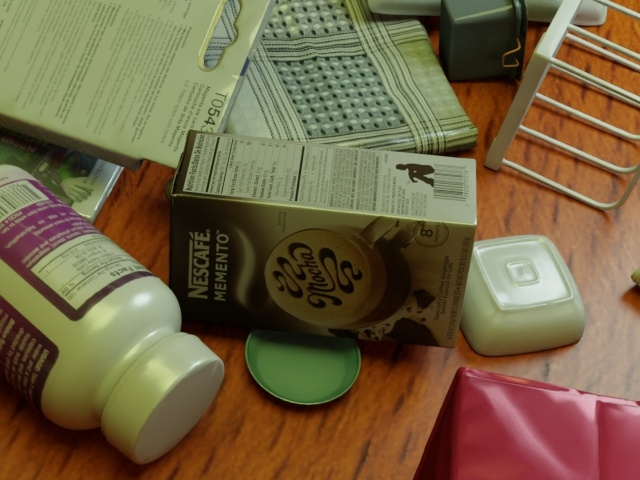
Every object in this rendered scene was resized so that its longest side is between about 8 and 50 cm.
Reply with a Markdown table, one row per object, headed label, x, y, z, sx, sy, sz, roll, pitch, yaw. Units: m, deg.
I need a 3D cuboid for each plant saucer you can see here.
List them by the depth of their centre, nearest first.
| label | x | y | z | sx | sy | sz | roll | pitch | yaw |
| --- | --- | --- | --- | --- | --- | --- | --- | --- | --- |
| plant saucer | -0.019 | 0.123 | 1.495 | 0.119 | 0.021 | 0.119 | 5 | 50 | -6 |

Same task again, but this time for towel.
| label | x | y | z | sx | sy | sz | roll | pitch | yaw |
| --- | --- | --- | --- | --- | --- | --- | --- | --- | --- |
| towel | 0.002 | -0.218 | 1.757 | 0.312 | 0.056 | 0.324 | -8 | 52 | -17 |

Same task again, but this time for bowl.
| label | x | y | z | sx | sy | sz | roll | pitch | yaw |
| --- | --- | --- | --- | --- | --- | --- | --- | --- | --- |
| bowl | 0.212 | 0.049 | 1.581 | 0.142 | 0.053 | 0.142 | -7 | 51 | -17 |

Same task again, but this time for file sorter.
| label | x | y | z | sx | sy | sz | roll | pitch | yaw |
| --- | --- | --- | --- | --- | --- | --- | --- | --- | --- |
| file sorter | 0.341 | -0.201 | 1.723 | 0.173 | 0.193 | 0.278 | 26 | 51 | 7 |

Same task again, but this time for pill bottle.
| label | x | y | z | sx | sy | sz | roll | pitch | yaw |
| --- | --- | --- | --- | --- | --- | --- | --- | --- | --- |
| pill bottle | -0.242 | 0.074 | 1.398 | 0.301 | 0.169 | 0.169 | 38 | 54 | 19 |

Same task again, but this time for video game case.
| label | x | y | z | sx | sy | sz | roll | pitch | yaw |
| --- | --- | --- | --- | --- | --- | --- | --- | --- | --- |
| video game case | -0.311 | -0.109 | 1.628 | 0.190 | 0.022 | 0.173 | 18 | 50 | 4 |

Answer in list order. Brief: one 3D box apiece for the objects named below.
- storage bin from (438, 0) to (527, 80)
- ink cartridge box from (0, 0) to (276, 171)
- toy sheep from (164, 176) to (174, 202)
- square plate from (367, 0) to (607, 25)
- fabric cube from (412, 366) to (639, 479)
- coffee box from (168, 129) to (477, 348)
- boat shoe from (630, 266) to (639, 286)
| label | x | y | z | sx | sy | sz | roll | pitch | yaw |
| --- | --- | --- | --- | --- | --- | --- | --- | --- | --- |
| storage bin | 0.196 | -0.249 | 1.778 | 0.091 | 0.135 | 0.098 | -12 | 54 | -5 |
| ink cartridge box | -0.216 | -0.250 | 1.607 | 0.330 | 0.071 | 0.324 | 19 | 77 | 9 |
| toy sheep | -0.107 | -0.056 | 1.583 | 0.132 | 0.091 | 0.091 | -2 | 51 | -24 |
| square plate | 0.225 | -0.450 | 1.825 | 0.347 | 0.049 | 0.344 | 0 | 94 | -22 |
| fabric cube | 0.205 | 0.301 | 1.244 | 0.259 | 0.254 | 0.258 | 10 | 48 | -2 |
| coffee box | 0.000 | 0.000 | 1.479 | 0.297 | 0.168 | 0.119 | 5 | 39 | 1 |
| boat shoe | 0.407 | 0.008 | 1.652 | 0.048 | 0.056 | 0.153 | 36 | 61 | 13 |
